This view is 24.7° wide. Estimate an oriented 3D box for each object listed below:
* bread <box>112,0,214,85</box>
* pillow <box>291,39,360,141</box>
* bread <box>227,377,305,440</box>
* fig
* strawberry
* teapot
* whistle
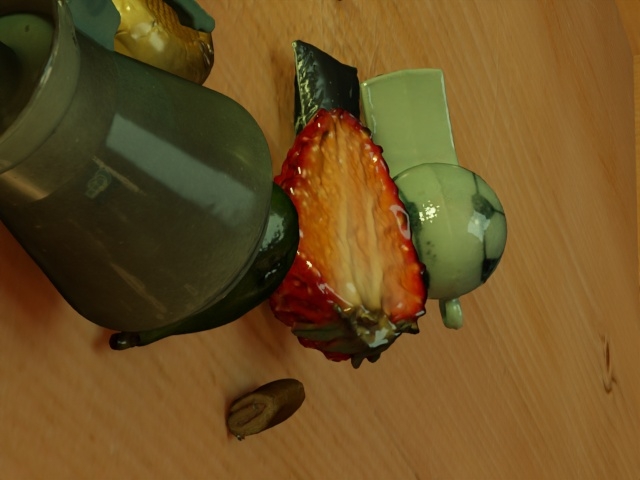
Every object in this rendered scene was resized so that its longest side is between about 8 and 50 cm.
[{"bbox_3d":[-0.130,-0.145,1.050,0.114,0.077,0.189,46,10,-2],"label":"bread"},{"bbox_3d":[0.011,-0.084,1.438,0.141,0.055,0.208,13,72,-66],"label":"pillow"},{"bbox_3d":[-0.045,0.139,1.226,0.036,0.047,0.083,52,17,9],"label":"bread"},{"bbox_3d":[-0.092,0.027,1.069,0.177,0.117,0.117,-56,139,-29],"label":"fig"},{"bbox_3d":[0.000,0.000,1.316,0.190,0.111,0.236,26,49,-42],"label":"strawberry"},{"bbox_3d":[-0.136,-0.067,0.884,0.203,0.171,0.225,-62,143,-9],"label":"teapot"},{"bbox_3d":[0.119,-0.045,1.576,0.163,0.164,0.289,-21,100,-69],"label":"whistle"}]
